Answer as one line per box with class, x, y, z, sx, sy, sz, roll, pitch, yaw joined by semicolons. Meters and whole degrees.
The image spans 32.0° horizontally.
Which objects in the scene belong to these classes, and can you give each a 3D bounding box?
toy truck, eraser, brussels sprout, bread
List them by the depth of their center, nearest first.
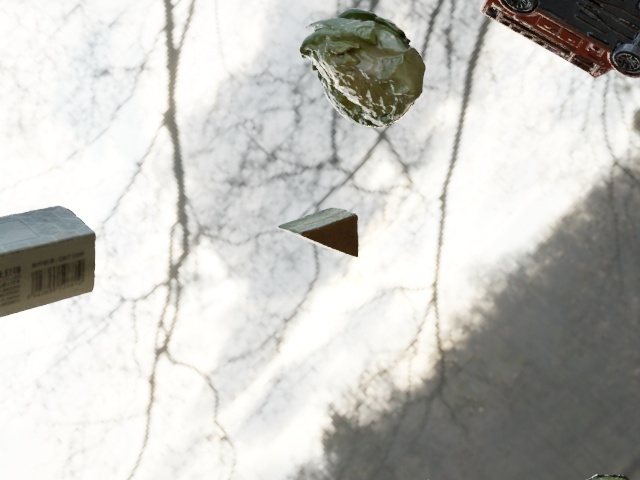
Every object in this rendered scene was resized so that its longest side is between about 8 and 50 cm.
brussels sprout;0.056;-0.198;1.285;0.100;0.181;0.139;-40;-56;-36
eraser;-0.462;0.053;1.309;0.404;0.096;0.098;-15;-54;-40
toy truck;0.352;-0.306;1.522;0.107;0.253;0.114;-59;-2;-22
bread;-0.004;0.001;1.953;0.139;0.074;0.084;-20;-63;-40

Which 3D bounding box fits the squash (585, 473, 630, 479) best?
squash;0.403;0.422;1.478;0.220;0.220;0.133;-34;22;-29
